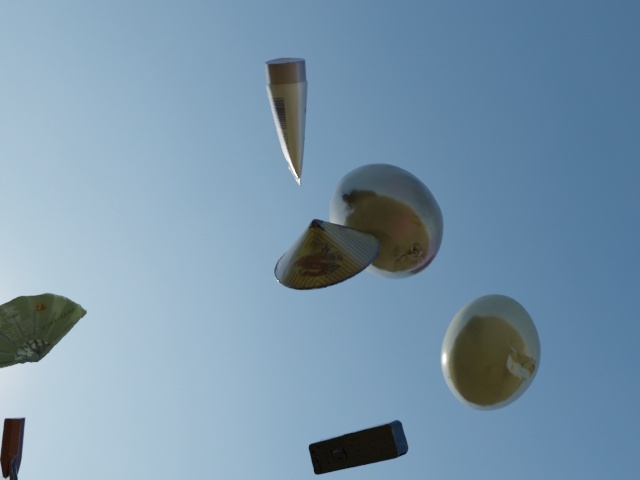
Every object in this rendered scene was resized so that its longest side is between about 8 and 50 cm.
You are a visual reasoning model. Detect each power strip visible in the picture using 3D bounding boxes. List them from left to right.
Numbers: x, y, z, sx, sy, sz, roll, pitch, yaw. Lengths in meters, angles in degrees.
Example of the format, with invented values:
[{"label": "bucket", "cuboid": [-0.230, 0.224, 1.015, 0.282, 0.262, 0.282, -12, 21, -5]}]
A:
[{"label": "power strip", "cuboid": [0.039, 0.225, 0.664, 0.111, 0.029, 0.037, -25, -109, 27]}]

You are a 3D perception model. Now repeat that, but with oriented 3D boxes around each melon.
[{"label": "melon", "cuboid": [0.135, -0.044, 1.299, 0.223, 0.317, 0.222, -7, -64, -15]}]

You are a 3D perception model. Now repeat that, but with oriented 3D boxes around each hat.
[{"label": "hat", "cuboid": [0.000, 0.000, 1.058, 0.193, 0.193, 0.082, -8, -61, 23]}]

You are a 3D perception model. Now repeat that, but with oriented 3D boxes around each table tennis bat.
[{"label": "table tennis bat", "cuboid": [-0.578, 0.484, 1.130, 0.200, 0.038, 0.309, -11, -106, 53]}]

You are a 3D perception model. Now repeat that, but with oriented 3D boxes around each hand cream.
[{"label": "hand cream", "cuboid": [-0.062, -0.245, 1.267, 0.083, 0.133, 0.247, -8, -64, -8]}]

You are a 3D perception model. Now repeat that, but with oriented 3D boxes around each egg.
[{"label": "egg", "cuboid": [0.390, 0.257, 1.413, 0.219, 0.219, 0.269, 18, -85, 15]}]

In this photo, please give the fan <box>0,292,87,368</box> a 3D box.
[{"label": "fan", "cuboid": [-0.563, 0.172, 1.152, 0.131, 0.240, 0.009, 57, -27, 5]}]
